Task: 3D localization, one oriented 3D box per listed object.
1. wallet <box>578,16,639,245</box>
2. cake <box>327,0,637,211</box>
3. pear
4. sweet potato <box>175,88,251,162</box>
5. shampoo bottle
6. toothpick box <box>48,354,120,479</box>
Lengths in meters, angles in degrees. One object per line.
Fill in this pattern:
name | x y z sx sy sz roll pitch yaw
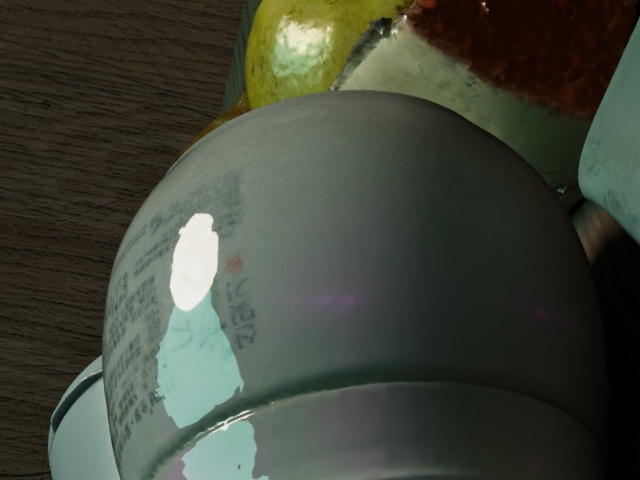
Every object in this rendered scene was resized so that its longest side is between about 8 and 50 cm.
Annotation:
wallet | 0.205 -0.106 0.837 0.251 0.054 0.290 -112 39 -67
cake | 0.152 -0.136 1.202 0.262 0.159 0.158 -46 -3 -24
pear | 0.048 -0.106 1.368 0.197 0.197 0.197 -170 90 -81
sweet potato | 0.025 -0.141 1.524 0.346 0.079 0.108 -33 -20 -42
shampoo bottle | 0.021 0.082 1.059 0.273 0.273 0.266 112 154 -52
toothpick box | -0.041 0.251 1.252 0.263 0.263 0.354 109 154 -43
